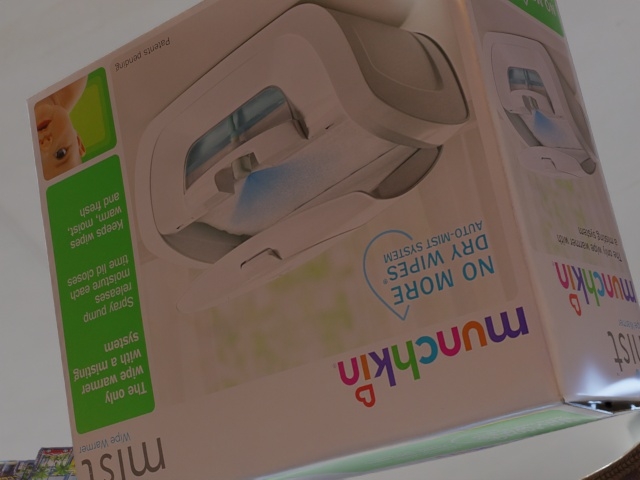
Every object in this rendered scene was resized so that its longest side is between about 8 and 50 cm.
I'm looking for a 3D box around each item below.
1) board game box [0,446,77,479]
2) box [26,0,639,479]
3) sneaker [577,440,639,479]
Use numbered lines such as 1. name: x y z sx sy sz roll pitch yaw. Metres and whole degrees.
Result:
1. board game box: -0.195 0.227 0.709 0.194 0.194 0.060 -4 -48 14
2. box: 0.000 0.000 0.547 0.262 0.231 0.127 -20 -18 32
3. sneaker: 0.259 0.210 0.926 0.188 0.066 0.071 -9 -33 -30
